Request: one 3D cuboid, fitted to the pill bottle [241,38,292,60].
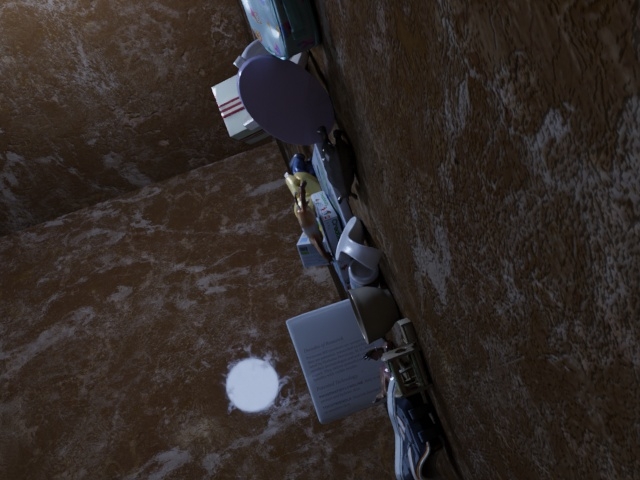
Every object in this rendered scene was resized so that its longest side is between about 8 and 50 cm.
[{"bbox_3d":[-0.131,-0.452,1.796,0.323,0.182,0.181,84,165,-76],"label":"pill bottle"}]

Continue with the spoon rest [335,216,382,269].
[{"bbox_3d":[0.089,0.009,1.659,0.137,0.084,0.276,-66,16,6],"label":"spoon rest"}]

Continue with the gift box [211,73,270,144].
[{"bbox_3d":[-0.245,-0.557,2.419,0.255,0.258,0.276,68,-164,1],"label":"gift box"}]

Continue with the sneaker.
[{"bbox_3d":[0.274,0.522,1.669,0.128,0.126,0.320,-5,92,42],"label":"sneaker"}]

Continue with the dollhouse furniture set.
[{"bbox_3d":[0.201,0.296,1.578,0.161,0.101,0.181,-141,31,-83],"label":"dollhouse furniture set"}]

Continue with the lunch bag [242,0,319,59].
[{"bbox_3d":[-0.098,-0.542,1.311,0.224,0.108,0.279,44,159,53],"label":"lunch bag"}]

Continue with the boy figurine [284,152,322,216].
[{"bbox_3d":[-0.046,-0.188,2.174,0.092,0.177,0.285,-50,35,41],"label":"boy figurine"}]

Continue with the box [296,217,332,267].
[{"bbox_3d":[0.000,0.000,2.276,0.203,0.114,0.103,-67,-35,-56],"label":"box"}]

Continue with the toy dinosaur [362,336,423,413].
[{"bbox_3d":[0.220,0.418,1.884,0.296,0.127,0.200,172,85,-80],"label":"toy dinosaur"}]

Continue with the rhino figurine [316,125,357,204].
[{"bbox_3d":[0.049,-0.175,1.516,0.243,0.073,0.106,72,179,-53],"label":"rhino figurine"}]

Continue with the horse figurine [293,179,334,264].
[{"bbox_3d":[-0.032,-0.061,1.966,0.174,0.066,0.263,-104,-5,-57],"label":"horse figurine"}]

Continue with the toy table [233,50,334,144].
[{"bbox_3d":[-0.099,-0.367,1.505,0.274,0.252,0.161,46,-175,-33],"label":"toy table"}]

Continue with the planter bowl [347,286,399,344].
[{"bbox_3d":[0.154,0.196,1.672,0.162,0.109,0.162,160,90,-86],"label":"planter bowl"}]

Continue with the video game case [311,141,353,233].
[{"bbox_3d":[0.046,-0.144,1.988,0.300,0.036,0.328,121,129,-85],"label":"video game case"}]

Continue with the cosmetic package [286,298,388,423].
[{"bbox_3d":[0.085,0.440,2.305,0.329,0.328,0.393,99,152,-83],"label":"cosmetic package"}]

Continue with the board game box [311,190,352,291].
[{"bbox_3d":[0.050,0.004,2.051,0.193,0.053,0.305,-115,5,-57],"label":"board game box"}]

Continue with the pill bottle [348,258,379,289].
[{"bbox_3d":[0.129,0.114,1.762,0.160,0.087,0.087,76,172,-64],"label":"pill bottle"}]
